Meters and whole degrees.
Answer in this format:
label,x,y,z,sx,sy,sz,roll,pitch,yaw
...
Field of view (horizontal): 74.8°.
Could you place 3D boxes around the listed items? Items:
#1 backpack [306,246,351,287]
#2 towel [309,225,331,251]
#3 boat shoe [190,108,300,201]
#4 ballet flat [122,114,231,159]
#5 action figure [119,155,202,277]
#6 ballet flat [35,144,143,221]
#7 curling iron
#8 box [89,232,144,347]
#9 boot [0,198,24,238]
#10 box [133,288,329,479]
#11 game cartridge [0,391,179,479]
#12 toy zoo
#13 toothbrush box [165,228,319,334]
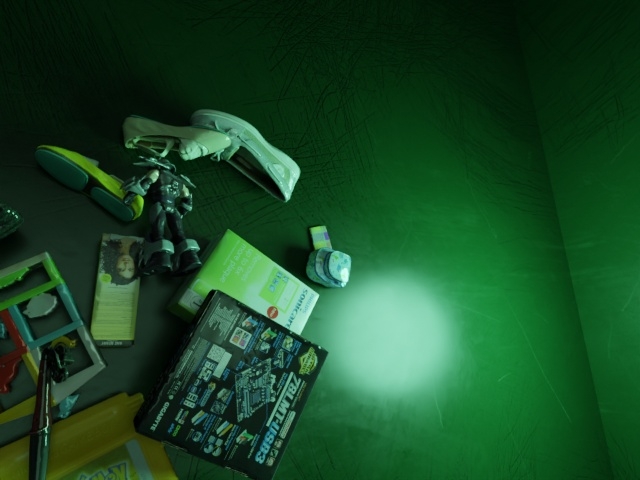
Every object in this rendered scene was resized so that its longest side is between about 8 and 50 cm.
label,x,y,z,sx,sy,sz,roll,pitch,yaw
backpack,0.025,0.072,1.169,0.114,0.084,0.104,23,65,-27
towel,0.000,0.000,1.220,0.060,0.009,0.083,-10,81,-34
boat shoe,-0.196,-0.220,1.092,0.321,0.118,0.103,33,56,-29
ballet flat,-0.340,-0.229,0.985,0.249,0.086,0.086,9,69,-3
action figure,-0.344,-0.064,0.918,0.185,0.099,0.284,18,54,-54
ballet flat,-0.488,-0.131,0.907,0.231,0.077,0.077,39,37,-21
curling iron,-0.466,0.310,0.705,0.035,0.068,0.273,22,63,-51
box,-0.428,0.105,0.878,0.088,0.058,0.232,7,73,-31
boot,-0.590,0.050,0.685,0.348,0.131,0.260,35,57,9
box,-0.167,0.296,0.859,0.293,0.073,0.295,34,70,-21
game cartridge,-0.398,0.462,0.724,0.286,0.052,0.323,-20,65,-36
toy zoo,-0.530,0.191,0.762,0.193,0.030,0.293,-27,88,-21
toothbrush box,-0.177,0.144,0.993,0.283,0.122,0.206,40,59,-19
